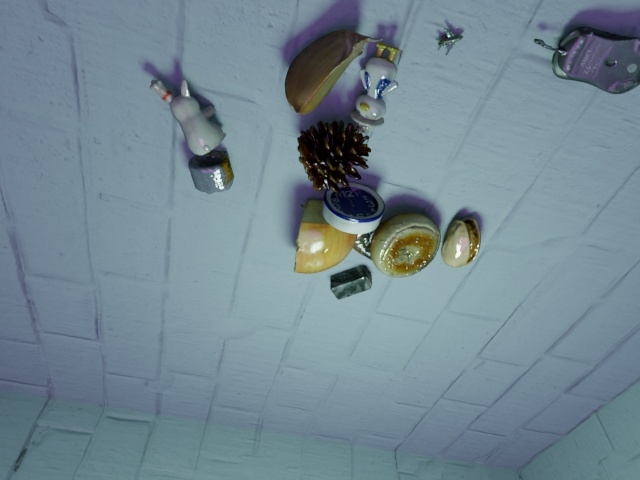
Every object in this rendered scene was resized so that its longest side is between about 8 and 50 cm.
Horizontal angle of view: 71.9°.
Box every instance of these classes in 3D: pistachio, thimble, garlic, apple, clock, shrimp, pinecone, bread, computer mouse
[{"bbox_3d":[0.578,0.010,1.821,0.157,0.157,0.229,5,124,-2],"label":"pistachio"},{"bbox_3d":[-0.401,-0.252,1.632,0.151,0.127,0.118,-2,132,4],"label":"thimble"},{"bbox_3d":[0.037,-0.527,1.348,0.338,0.196,0.151,-34,137,24],"label":"garlic"},{"bbox_3d":[0.000,0.000,1.790,0.314,0.252,0.309,-20,132,-33],"label":"apple"},{"bbox_3d":[0.122,-0.124,1.656,0.230,0.230,0.083,7,131,-4],"label":"clock"},{"bbox_3d":[0.263,0.017,1.889,0.262,0.051,0.198,37,122,-22],"label":"shrimp"},{"bbox_3d":[0.050,-0.288,1.500,0.264,0.264,0.264,1,130,1],"label":"pinecone"},{"bbox_3d":[0.335,0.013,1.788,0.305,0.159,0.305,-12,125,-18],"label":"bread"},{"bbox_3d":[0.829,-0.568,1.354,0.379,0.090,0.167,16,124,-3],"label":"computer mouse"}]

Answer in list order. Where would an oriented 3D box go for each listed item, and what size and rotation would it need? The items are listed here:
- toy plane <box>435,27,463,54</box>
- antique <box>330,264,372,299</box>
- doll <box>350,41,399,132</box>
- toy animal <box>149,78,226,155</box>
[{"bbox_3d":[0.397,-0.617,1.359,0.083,0.033,0.080,-15,128,5],"label":"toy plane"},{"bbox_3d":[0.143,0.190,2.014,0.183,0.088,0.086,-22,127,18],"label":"antique"},{"bbox_3d":[0.175,-0.481,1.427,0.138,0.119,0.293,27,131,13],"label":"doll"},{"bbox_3d":[-0.439,-0.429,1.495,0.140,0.138,0.282,-26,102,12],"label":"toy animal"}]
